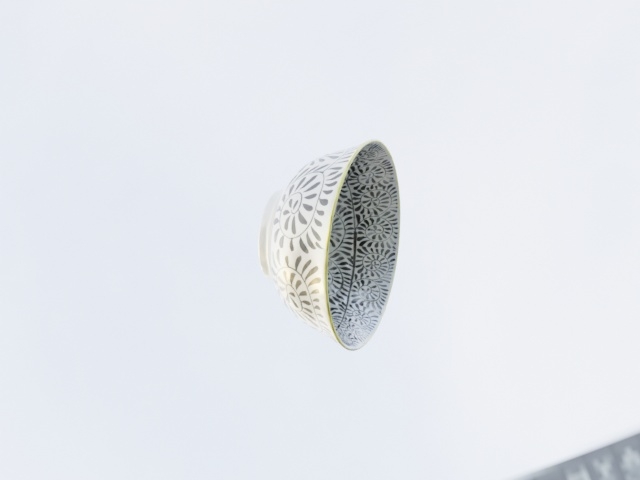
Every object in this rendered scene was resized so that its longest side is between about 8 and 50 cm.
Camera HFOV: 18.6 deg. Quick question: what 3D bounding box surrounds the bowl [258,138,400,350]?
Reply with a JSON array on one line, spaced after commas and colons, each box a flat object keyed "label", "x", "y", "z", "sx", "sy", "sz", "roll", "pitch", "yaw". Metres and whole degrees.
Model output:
[{"label": "bowl", "x": 0.000, "y": 0.000, "z": 1.564, "sx": 0.080, "sy": 0.170, "sz": 0.170, "roll": 6, "pitch": -42, "yaw": 20}]
